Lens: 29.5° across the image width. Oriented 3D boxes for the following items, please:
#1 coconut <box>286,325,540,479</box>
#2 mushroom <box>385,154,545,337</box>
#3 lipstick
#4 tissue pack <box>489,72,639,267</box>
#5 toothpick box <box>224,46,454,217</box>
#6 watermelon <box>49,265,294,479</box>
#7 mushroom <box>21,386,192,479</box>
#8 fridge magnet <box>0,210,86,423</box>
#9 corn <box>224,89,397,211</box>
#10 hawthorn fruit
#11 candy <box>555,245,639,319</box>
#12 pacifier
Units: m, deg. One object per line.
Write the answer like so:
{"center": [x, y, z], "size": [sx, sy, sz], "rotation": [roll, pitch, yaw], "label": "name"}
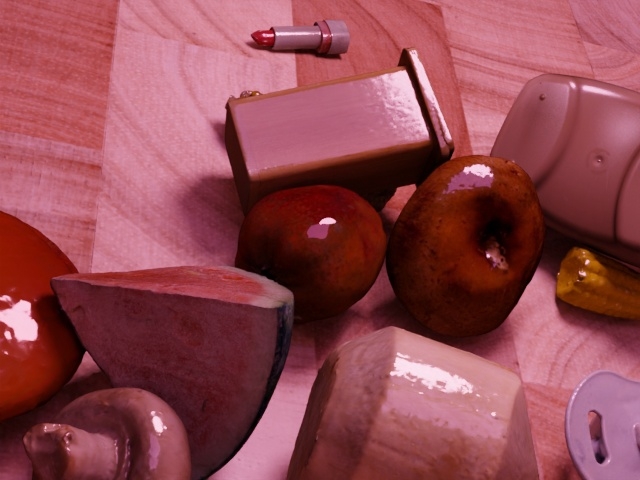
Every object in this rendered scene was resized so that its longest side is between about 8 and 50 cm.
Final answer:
{"center": [0.124, 0.264, 1.504], "size": [0.323, 0.323, 0.323], "rotation": [13, 43, -12], "label": "coconut"}
{"center": [0.206, 0.013, 1.856], "size": [0.267, 0.254, 0.267], "rotation": [11, 71, -34], "label": "mushroom"}
{"center": [-0.043, -0.376, 2.256], "size": [0.186, 0.057, 0.063], "rotation": [-5, 49, -21], "label": "lipstick"}
{"center": [0.502, -0.111, 2.025], "size": [0.387, 0.267, 0.277], "rotation": [27, 10, 32], "label": "tissue pack"}
{"center": [0.019, -0.151, 1.866], "size": [0.308, 0.187, 0.190], "rotation": [-13, 72, -11], "label": "toothpick box"}
{"center": [-0.153, 0.095, 1.510], "size": [0.292, 0.250, 0.283], "rotation": [51, 11, -31], "label": "watermelon"}
{"center": [-0.255, 0.258, 1.380], "size": [0.204, 0.204, 0.204], "rotation": [13, 43, -12], "label": "mushroom"}
{"center": [-0.466, 0.089, 1.501], "size": [0.363, 0.155, 0.363], "rotation": [13, 42, -12], "label": "fridge magnet"}
{"center": [-0.023, -0.144, 1.997], "size": [0.320, 0.097, 0.097], "rotation": [31, 42, 6], "label": "corn"}
{"center": [0.000, 0.000, 1.767], "size": [0.208, 0.208, 0.248], "rotation": [36, 52, 13], "label": "hawthorn fruit"}
{"center": [0.487, 0.082, 2.000], "size": [0.199, 0.094, 0.106], "rotation": [20, 5, -16], "label": "candy"}
{"center": [0.491, 0.280, 1.706], "size": [0.287, 0.226, 0.238], "rotation": [6, 63, -18], "label": "pacifier"}
